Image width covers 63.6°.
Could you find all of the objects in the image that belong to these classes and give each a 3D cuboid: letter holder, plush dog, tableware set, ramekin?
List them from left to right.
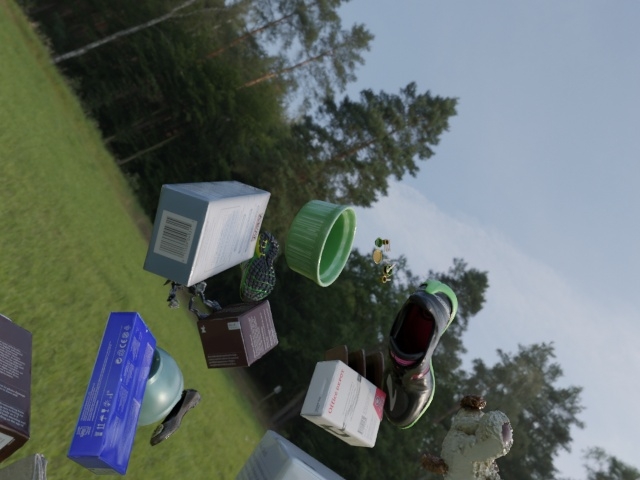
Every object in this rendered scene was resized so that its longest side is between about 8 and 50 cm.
[{"bbox_3d":[0.000,0.000,1.858,0.148,0.303,0.303,20,-32,21],"label":"ramekin"},{"bbox_3d":[0.136,0.585,2.094,0.152,0.301,0.214,34,-45,-31],"label":"letter holder"},{"bbox_3d":[0.218,0.067,1.767,0.024,0.104,0.154,-1,-93,43],"label":"tableware set"},{"bbox_3d":[0.377,0.518,1.293,0.225,0.211,0.262,-24,108,-66],"label":"plush dog"}]

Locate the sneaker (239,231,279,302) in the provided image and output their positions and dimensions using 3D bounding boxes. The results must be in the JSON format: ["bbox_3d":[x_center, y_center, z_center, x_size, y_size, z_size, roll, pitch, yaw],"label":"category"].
[{"bbox_3d":[-0.268,0.126,2.129,0.134,0.146,0.343,40,36,-25],"label":"sneaker"}]

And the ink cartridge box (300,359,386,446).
[{"bbox_3d":[0.073,0.489,1.548,0.100,0.171,0.237,-17,-47,44],"label":"ink cartridge box"}]

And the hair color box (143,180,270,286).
[{"bbox_3d":[-0.247,-0.033,1.204,0.114,0.185,0.374,19,11,10],"label":"hair color box"}]

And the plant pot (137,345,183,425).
[{"bbox_3d":[-0.659,0.493,1.879,0.293,0.293,0.196,48,-31,31],"label":"plant pot"}]

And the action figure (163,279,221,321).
[{"bbox_3d":[-0.508,0.201,2.014,0.275,0.164,0.141,54,4,-15],"label":"action figure"}]

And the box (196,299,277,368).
[{"bbox_3d":[-0.275,0.312,1.735,0.203,0.169,0.166,-24,104,-65],"label":"box"}]

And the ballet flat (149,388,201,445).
[{"bbox_3d":[-0.444,0.528,1.569,0.058,0.084,0.250,62,24,-9],"label":"ballet flat"}]

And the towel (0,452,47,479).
[{"bbox_3d":[-0.840,0.690,1.337,0.049,0.282,0.187,67,1,-56],"label":"towel"}]

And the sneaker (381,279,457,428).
[{"bbox_3d":[0.260,0.349,1.565,0.185,0.202,0.482,21,-73,37],"label":"sneaker"}]

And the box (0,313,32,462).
[{"bbox_3d":[-0.826,0.339,1.249,0.191,0.143,0.381,51,2,-40],"label":"box"}]

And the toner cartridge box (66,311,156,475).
[{"bbox_3d":[-0.489,0.363,1.244,0.165,0.075,0.347,88,3,-53],"label":"toner cartridge box"}]

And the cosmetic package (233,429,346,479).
[{"bbox_3d":[-0.077,0.693,1.121,0.327,0.393,0.329,37,-15,-5],"label":"cosmetic package"}]
